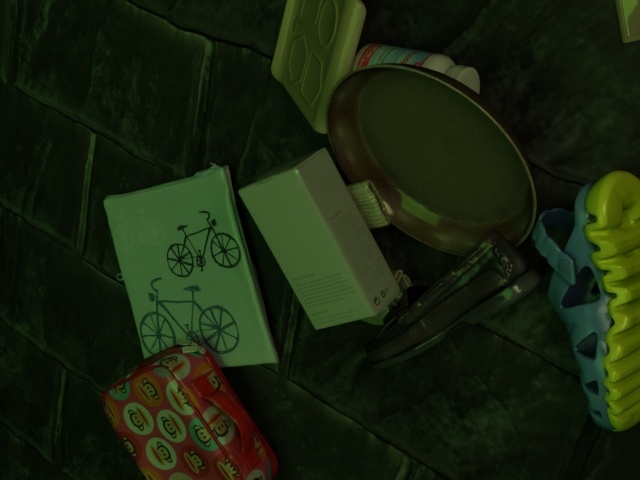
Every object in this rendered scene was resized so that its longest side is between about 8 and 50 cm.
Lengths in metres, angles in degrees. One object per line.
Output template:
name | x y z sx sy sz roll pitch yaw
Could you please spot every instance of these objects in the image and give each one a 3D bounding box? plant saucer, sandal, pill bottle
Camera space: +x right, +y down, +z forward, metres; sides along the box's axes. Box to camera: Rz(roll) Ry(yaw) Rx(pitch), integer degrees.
plant saucer | 0.146 -0.108 1.348 0.311 0.050 0.310 30 149 20
sandal | 0.339 0.074 1.281 0.138 0.126 0.317 -1 97 51
pill bottle | 0.124 -0.207 1.382 0.160 0.087 0.087 17 113 35

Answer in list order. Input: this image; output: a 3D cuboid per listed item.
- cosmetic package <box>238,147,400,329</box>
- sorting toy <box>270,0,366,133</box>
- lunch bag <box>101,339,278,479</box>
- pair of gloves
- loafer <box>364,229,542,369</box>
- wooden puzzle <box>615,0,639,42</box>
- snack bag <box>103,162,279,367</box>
cosmetic package | 0.000 0.000 1.436 0.117 0.085 0.231 -17 106 39
sorting toy | -0.001 -0.274 1.461 0.208 0.038 0.193 54 136 51
lunch bag | -0.212 0.320 1.769 0.258 0.120 0.293 -28 95 42
pair of gloves | 0.029 0.024 1.516 0.204 0.042 0.240 1 124 39
loafer | 0.161 0.081 1.416 0.302 0.109 0.095 -34 88 42
wooden puzzle | 0.375 -0.268 1.210 0.078 0.014 0.116 3 105 43
snack bag | -0.228 0.058 1.782 0.323 0.037 0.342 -11 97 40
